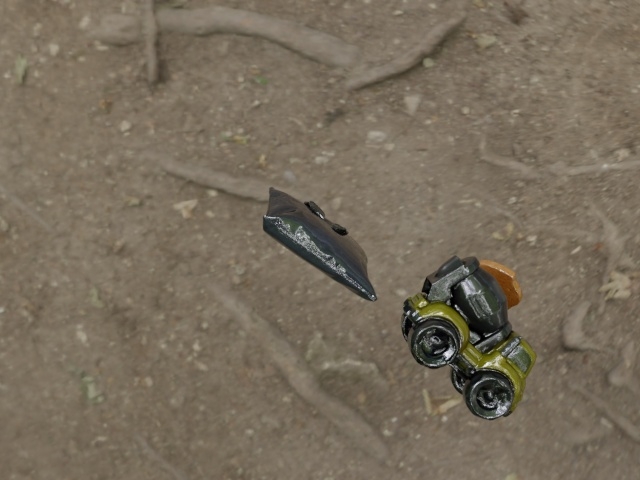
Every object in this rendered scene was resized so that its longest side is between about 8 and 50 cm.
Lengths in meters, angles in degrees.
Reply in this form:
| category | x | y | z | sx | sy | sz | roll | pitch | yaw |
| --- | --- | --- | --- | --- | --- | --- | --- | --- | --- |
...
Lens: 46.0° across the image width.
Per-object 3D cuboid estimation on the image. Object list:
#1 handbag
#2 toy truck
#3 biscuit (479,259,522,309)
| category | x | y | z | sx | sy | sz | roll | pitch | yaw |
| --- | --- | --- | --- | --- | --- | --- | --- | --- | --- |
| handbag | 0.000 | 0.000 | 1.414 | 0.254 | 0.211 | 0.088 | 37 | 104 | -12 |
| toy truck | 0.230 | 0.142 | 1.118 | 0.224 | 0.147 | 0.165 | 45 | 94 | -4 |
| biscuit | 0.289 | 0.082 | 1.284 | 0.102 | 0.019 | 0.130 | 38 | 144 | 6 |
